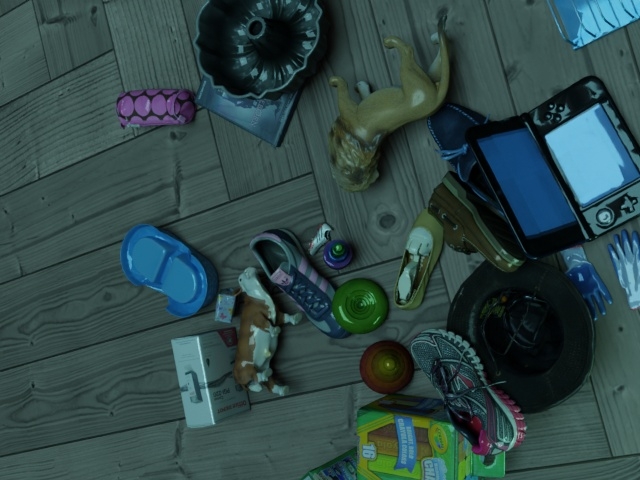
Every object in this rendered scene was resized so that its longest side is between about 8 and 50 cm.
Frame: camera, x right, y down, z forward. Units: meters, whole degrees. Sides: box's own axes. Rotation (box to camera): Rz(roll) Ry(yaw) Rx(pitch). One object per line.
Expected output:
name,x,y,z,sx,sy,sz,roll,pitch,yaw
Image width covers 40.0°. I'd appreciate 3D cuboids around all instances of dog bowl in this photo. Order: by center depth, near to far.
dog bowl,-0.382,0.073,2.252,0.297,0.074,0.166,34,109,24

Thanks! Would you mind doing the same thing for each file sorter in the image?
file sorter,0.530,-0.459,1.672,0.170,0.104,0.118,-24,81,29

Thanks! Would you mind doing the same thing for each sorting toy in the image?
sorting toy,0.098,0.159,1.921,0.127,0.126,0.365,-23,80,-4

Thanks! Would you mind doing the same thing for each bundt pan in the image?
bundt pan,-0.122,-0.469,2.021,0.331,0.124,0.330,-3,82,24

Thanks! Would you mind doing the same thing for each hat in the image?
hat,0.421,0.186,1.756,0.331,0.134,0.331,-8,79,43

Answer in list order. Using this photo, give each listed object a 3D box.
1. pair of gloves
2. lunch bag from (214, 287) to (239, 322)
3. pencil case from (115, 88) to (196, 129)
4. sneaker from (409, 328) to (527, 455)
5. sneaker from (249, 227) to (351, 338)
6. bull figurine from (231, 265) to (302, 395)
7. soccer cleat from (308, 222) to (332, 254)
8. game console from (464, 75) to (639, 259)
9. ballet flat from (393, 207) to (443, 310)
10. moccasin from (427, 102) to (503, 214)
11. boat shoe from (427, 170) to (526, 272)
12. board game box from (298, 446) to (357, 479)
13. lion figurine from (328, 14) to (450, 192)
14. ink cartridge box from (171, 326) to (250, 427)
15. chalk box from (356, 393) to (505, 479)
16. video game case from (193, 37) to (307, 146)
pair of gloves,0.566,0.069,1.728,0.198,0.023,0.159,-18,84,30
lunch bag,-0.230,0.158,2.168,0.053,0.083,0.071,10,98,-5
pencil case,-0.420,-0.334,2.243,0.209,0.095,0.098,0,62,31
sneaker,0.274,0.290,1.731,0.299,0.112,0.121,48,136,36
sneaker,-0.052,0.106,2.027,0.319,0.131,0.112,48,113,19
bull figurine,-0.139,0.219,2.090,0.188,0.101,0.310,22,111,52
soccer cleat,0.000,0.000,2.051,0.036,0.029,0.083,32,103,29
game console,0.465,-0.144,1.681,0.250,0.173,0.293,-32,75,28
ballet flat,0.210,0.044,1.904,0.080,0.073,0.232,17,101,28
moccasin,0.341,-0.164,1.790,0.342,0.117,0.137,46,114,22
boat shoe,0.311,-0.017,1.774,0.104,0.111,0.307,-53,31,20
board game box,0.107,0.617,1.915,0.046,0.213,0.317,-45,71,24
lion figurine,0.149,-0.279,1.860,0.392,0.142,0.240,-34,58,41
ink cartridge box,-0.266,0.332,2.148,0.092,0.158,0.218,-11,87,30
chalk box,0.241,0.438,1.847,0.289,0.179,0.180,1,94,30
video game case,-0.172,-0.371,2.133,0.274,0.026,0.196,31,107,26
